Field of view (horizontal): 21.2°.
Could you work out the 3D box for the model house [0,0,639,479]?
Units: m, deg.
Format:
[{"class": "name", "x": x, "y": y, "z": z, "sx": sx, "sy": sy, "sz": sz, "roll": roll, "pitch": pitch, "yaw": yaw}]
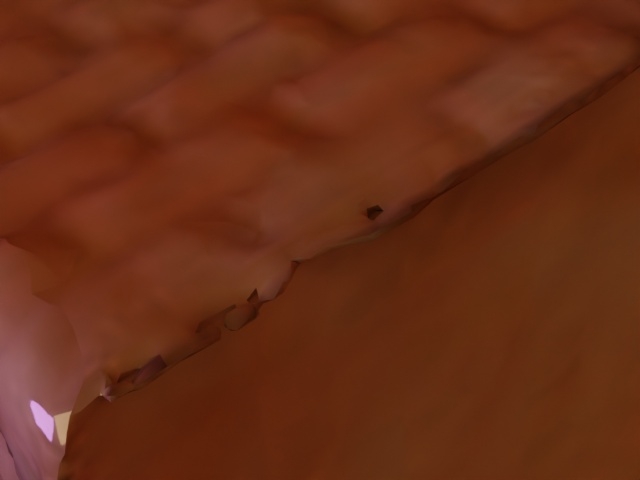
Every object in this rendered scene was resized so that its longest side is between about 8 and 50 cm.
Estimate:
[{"class": "model house", "x": 0.000, "y": 0.000, "z": 0.667, "sx": 0.400, "sy": 0.395, "sz": 0.445, "roll": 37, "pitch": 151, "yaw": 37}]
